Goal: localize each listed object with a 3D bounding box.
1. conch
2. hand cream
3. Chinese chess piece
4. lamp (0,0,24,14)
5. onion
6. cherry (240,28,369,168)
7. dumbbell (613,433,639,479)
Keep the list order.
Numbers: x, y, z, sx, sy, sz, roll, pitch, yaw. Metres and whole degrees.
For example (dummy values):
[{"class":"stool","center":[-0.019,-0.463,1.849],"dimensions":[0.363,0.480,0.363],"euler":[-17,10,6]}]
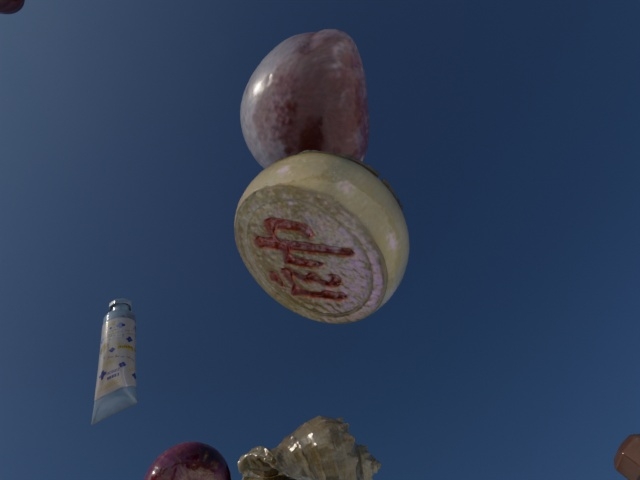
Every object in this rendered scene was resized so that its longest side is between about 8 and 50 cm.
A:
[{"class":"conch","center":[-0.020,0.549,0.991],"dimensions":[0.324,0.186,0.263],"euler":[0,-88,17]},{"class":"hand cream","center":[-0.271,0.151,0.555],"dimensions":[0.065,0.171,0.043],"euler":[-27,-45,4]},{"class":"Chinese chess piece","center":[0.000,0.000,0.631],"dimensions":[0.270,0.112,0.270],"euler":[17,-49,21]},{"class":"lamp","center":[-0.531,-0.410,0.661],"dimensions":[0.101,0.101,0.090],"euler":[27,-83,-15]},{"class":"onion","center":[-0.260,0.486,0.804],"dimensions":[0.177,0.153,0.177],"euler":[1,-91,-45]},{"class":"cherry","center":[-0.036,-0.293,0.954],"dimensions":[0.291,0.326,0.335],"euler":[-21,-59,-27]},{"class":"dumbbell","center":[0.619,0.424,0.682],"dimensions":[0.092,0.231,0.082],"euler":[18,-78,-38]}]
